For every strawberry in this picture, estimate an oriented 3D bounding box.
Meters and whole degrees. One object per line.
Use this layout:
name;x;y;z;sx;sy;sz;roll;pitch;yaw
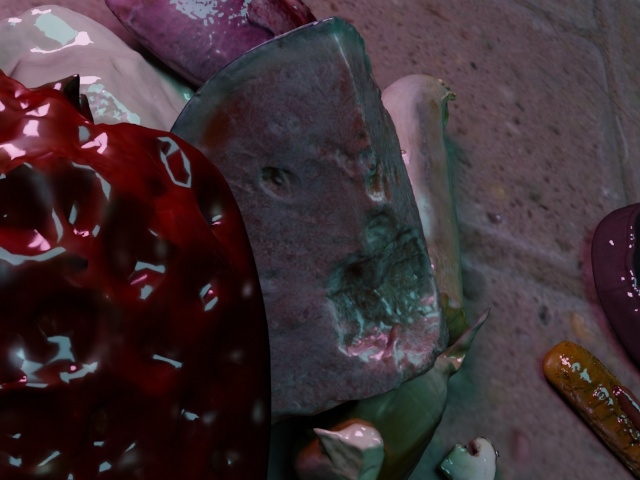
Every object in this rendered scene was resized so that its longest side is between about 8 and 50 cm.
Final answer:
strawberry;-0.166;0.113;0.457;0.295;0.317;0.345;3;68;-67

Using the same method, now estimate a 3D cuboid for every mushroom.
mushroom;0.122;0.202;0.737;0.049;0.019;0.101;48;44;7
mushroom;0.091;-0.044;0.857;0.122;0.095;0.351;36;43;-32

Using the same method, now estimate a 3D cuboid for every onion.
onion;-0.064;-0.184;0.801;0.283;0.120;0.227;37;14;-31

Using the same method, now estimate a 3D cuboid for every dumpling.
dumpling;-0.172;-0.079;0.684;0.250;0.132;0.162;30;84;-11

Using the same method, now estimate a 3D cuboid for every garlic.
garlic;0.058;0.134;0.672;0.090;0.129;0.198;45;44;16

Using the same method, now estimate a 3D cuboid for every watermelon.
watermelon;0.000;0.000;0.634;0.226;0.318;0.148;24;20;16

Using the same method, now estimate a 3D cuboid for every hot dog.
hot dog;0.308;0.181;0.848;0.216;0.047;0.066;49;44;9

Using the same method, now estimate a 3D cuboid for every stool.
stool;0.453;0.038;0.954;0.272;0.178;0.272;17;51;-22
